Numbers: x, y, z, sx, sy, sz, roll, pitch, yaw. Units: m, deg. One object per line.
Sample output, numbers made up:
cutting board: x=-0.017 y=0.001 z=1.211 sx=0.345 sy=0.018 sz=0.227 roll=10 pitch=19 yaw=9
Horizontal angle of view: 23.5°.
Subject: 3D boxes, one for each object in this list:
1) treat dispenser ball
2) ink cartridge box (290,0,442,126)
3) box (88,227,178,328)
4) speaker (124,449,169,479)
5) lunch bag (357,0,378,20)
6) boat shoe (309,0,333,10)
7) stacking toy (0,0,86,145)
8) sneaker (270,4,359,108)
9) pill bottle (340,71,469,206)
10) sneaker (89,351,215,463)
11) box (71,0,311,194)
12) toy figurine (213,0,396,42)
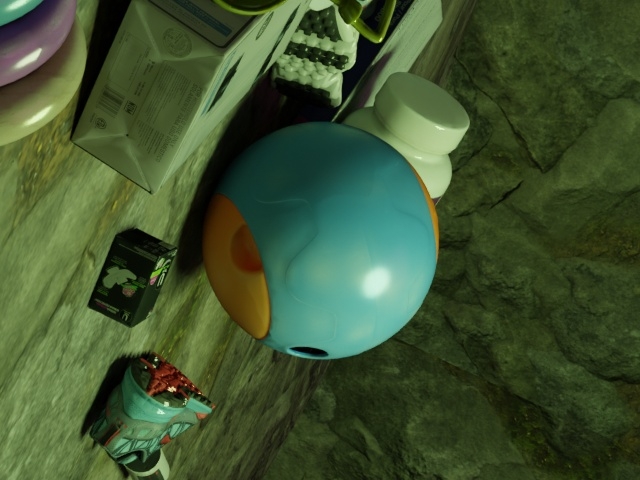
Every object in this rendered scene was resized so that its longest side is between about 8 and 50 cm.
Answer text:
treat dispenser ball: x=0.000 y=0.000 z=1.869 sx=0.288 sy=0.288 sz=0.288 roll=-63 pitch=172 yaw=-16
ink cartridge box: x=0.056 y=-0.232 z=2.177 sx=0.324 sy=0.071 sz=0.330 roll=-55 pitch=172 yaw=0
box: x=-0.192 y=0.038 z=1.579 sx=0.083 sy=0.052 sz=0.062 roll=-66 pitch=171 yaw=13
speaker: x=-0.238 y=0.301 z=2.095 sx=0.055 sy=0.055 sz=0.136 roll=-62 pitch=172 yaw=-18
lunch bag: x=0.058 y=-0.340 z=2.064 sx=0.071 sy=0.053 sz=0.083 roll=96 pitch=11 yaw=-74
boat shoe: x=0.018 y=-0.366 z=1.520 sx=0.108 sy=0.102 sz=0.301 roll=-32 pitch=160 yaw=-34
stacking toy: x=-0.181 y=-0.200 z=0.696 sx=0.330 sy=0.141 sz=0.141 roll=96 pitch=19 yaw=-46
sneaker: x=-0.003 y=-0.249 z=1.807 sx=0.292 sy=0.110 sz=0.118 roll=118 pitch=-9 yaw=-80
pill bottle: x=0.072 y=-0.072 z=2.075 sx=0.301 sy=0.169 sz=0.169 roll=-57 pitch=177 yaw=29
sneaker: x=-0.219 y=0.211 z=1.884 sx=0.125 sy=0.104 sz=0.262 roll=-48 pitch=168 yaw=2
box: x=-0.089 y=-0.186 z=1.341 sx=0.169 sy=0.087 sz=0.290 roll=-58 pitch=178 yaw=38
toy figurine: x=0.003 y=-0.358 z=1.174 sx=0.217 sy=0.191 sz=0.362 roll=45 pitch=-63 yaw=53
